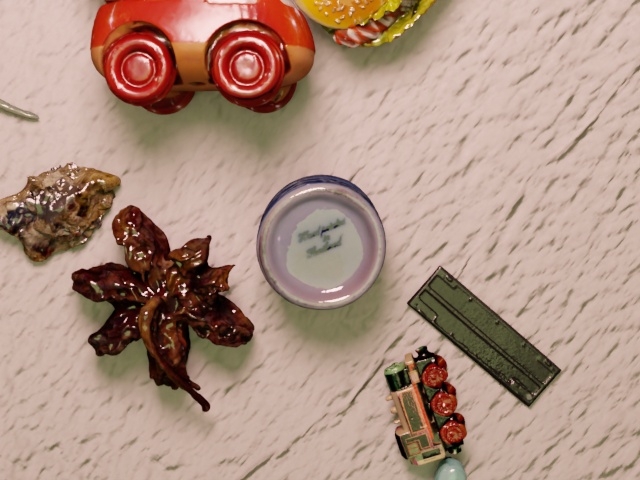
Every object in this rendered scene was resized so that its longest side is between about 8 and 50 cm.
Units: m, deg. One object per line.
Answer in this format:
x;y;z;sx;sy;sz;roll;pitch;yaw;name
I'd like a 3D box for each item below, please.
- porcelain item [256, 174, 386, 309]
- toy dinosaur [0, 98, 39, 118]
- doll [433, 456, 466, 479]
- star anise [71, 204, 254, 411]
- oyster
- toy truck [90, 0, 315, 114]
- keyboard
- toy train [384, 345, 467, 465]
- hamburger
0.000;0.000;1.559;0.147;0.114;0.147;0;99;-2;porcelain item
-0.487;-0.228;1.495;0.393;0.205;0.092;42;88;-25;toy dinosaur
0.145;0.346;1.637;0.159;0.059;0.158;31;96;-7;doll
-0.180;0.071;1.563;0.220;0.126;0.190;29;92;-2;star anise
-0.302;-0.039;1.580;0.148;0.051;0.103;-40;104;-6;oyster
-0.136;-0.261;1.489;0.264;0.189;0.239;1;92;4;toy truck
0.197;0.116;1.632;0.198;0.010;0.064;41;94;-6;keyboard
0.122;0.197;1.622;0.087;0.050;0.138;-18;97;4;toy train
0.062;-0.319;1.518;0.210;0.116;0.173;-41;95;2;hamburger
